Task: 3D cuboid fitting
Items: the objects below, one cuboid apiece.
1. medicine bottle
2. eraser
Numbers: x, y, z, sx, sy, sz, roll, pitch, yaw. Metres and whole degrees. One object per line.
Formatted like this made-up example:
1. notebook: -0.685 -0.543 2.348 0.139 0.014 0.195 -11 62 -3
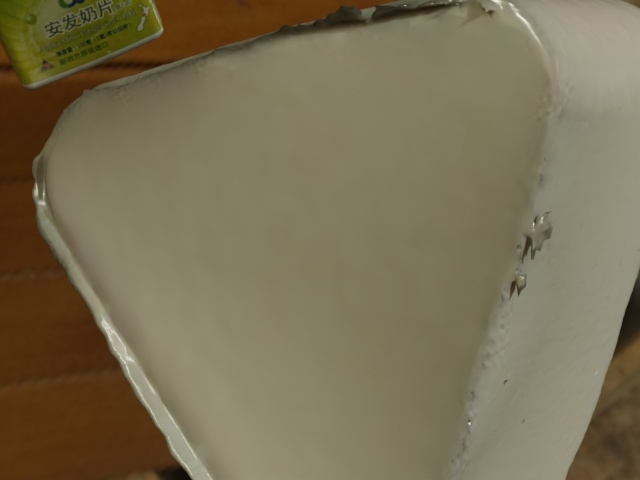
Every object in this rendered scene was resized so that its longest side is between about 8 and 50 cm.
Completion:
1. medicine bottle: -0.221 -0.235 1.426 0.132 0.088 0.188 -23 123 -3
2. eraser: 0.000 0.000 0.917 0.150 0.331 0.331 -9 139 -55
